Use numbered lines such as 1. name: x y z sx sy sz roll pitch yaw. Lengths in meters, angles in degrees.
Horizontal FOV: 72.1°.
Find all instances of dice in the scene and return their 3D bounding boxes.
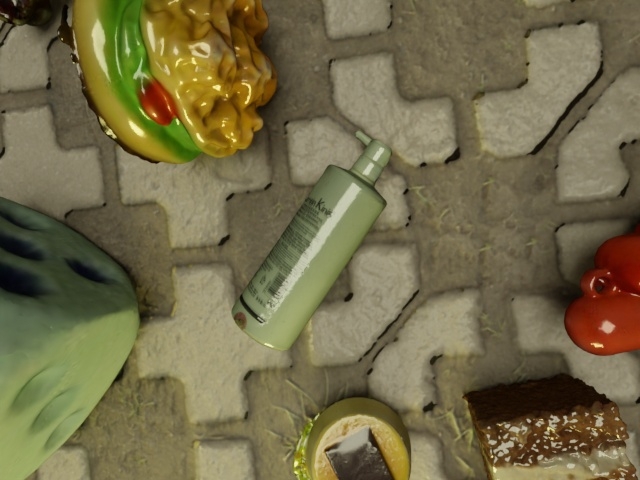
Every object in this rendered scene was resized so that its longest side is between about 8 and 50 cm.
1. dice: -0.393 0.112 0.484 0.264 0.262 0.268 33 94 6

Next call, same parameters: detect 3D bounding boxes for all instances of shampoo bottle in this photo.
1. shampoo bottle: 0.000 0.000 0.512 0.085 0.085 0.263 35 95 6

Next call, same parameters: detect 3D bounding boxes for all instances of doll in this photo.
1. doll: 0.379 0.034 0.434 0.289 0.130 0.161 -11 96 -6

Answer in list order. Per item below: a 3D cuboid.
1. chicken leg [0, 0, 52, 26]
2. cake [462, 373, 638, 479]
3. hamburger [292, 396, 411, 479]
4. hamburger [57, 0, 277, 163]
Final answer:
1. chicken leg: -0.258 -0.412 0.513 0.360 0.140 0.212 -16 97 5
2. cake: 0.236 0.232 0.459 0.135 0.134 0.147 -12 83 10
3. hamburger: 0.038 0.253 0.516 0.141 0.081 0.126 -43 87 -5
4. hamburger: -0.127 -0.193 0.464 0.148 0.237 0.238 -3 91 11
